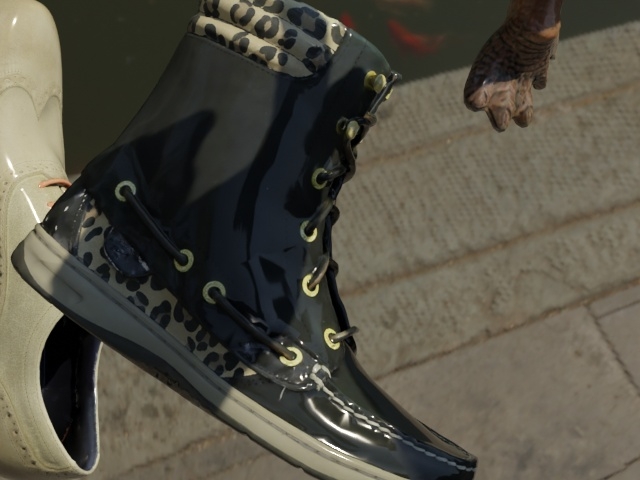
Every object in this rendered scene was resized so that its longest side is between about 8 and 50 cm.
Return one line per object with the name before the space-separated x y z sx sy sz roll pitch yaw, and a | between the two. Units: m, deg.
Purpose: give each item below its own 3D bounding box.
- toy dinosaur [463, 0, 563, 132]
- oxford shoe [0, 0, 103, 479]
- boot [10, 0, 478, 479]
toy dinosaur | 0.105 -0.155 0.271 0.127 0.200 0.295 41 63 -17
oxford shoe | -0.221 -0.003 0.884 0.147 0.140 0.396 3 96 24
boot | -0.001 -0.001 0.505 0.236 0.085 0.178 31 89 7
